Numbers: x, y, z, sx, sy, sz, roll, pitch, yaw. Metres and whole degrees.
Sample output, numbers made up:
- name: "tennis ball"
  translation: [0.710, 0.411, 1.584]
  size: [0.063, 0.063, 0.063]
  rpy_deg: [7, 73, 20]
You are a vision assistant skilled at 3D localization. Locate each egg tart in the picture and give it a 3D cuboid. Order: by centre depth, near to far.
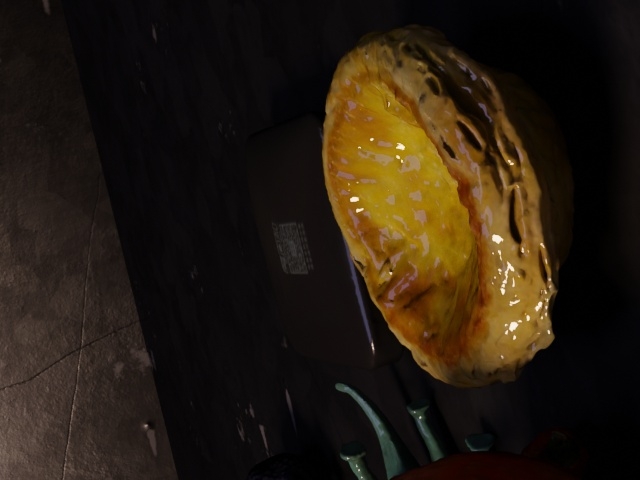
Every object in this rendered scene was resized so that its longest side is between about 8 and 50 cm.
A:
- name: "egg tart"
  translation: [0.114, -0.034, 0.922]
  size: [0.319, 0.128, 0.319]
  rpy_deg: [53, 153, 43]

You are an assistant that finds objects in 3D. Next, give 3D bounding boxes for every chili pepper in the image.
- name: "chili pepper"
  translation: [0.197, 0.196, 0.979]
  size: [0.191, 0.050, 0.059]
  rpy_deg: [86, 158, -63]

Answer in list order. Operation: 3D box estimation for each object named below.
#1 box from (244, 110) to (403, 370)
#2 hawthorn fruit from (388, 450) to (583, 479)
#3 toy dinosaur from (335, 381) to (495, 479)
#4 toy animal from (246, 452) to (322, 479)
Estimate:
- name: "box"
  translation: [0.000, 0.000, 1.347]
  size: [0.289, 0.073, 0.290]
  rpy_deg: [176, 80, -70]
- name: "hawthorn fruit"
  translation: [0.169, 0.303, 0.857]
  size: [0.330, 0.287, 0.287]
  rpy_deg: [3, 113, 26]
- name: "toy dinosaur"
  translation: [0.141, 0.349, 1.210]
  size: [0.383, 0.129, 0.330]
  rpy_deg: [31, 142, 65]
- name: "toy animal"
  translation: [-0.044, 0.398, 1.703]
  size: [0.185, 0.122, 0.298]
  rpy_deg: [68, 170, -13]
